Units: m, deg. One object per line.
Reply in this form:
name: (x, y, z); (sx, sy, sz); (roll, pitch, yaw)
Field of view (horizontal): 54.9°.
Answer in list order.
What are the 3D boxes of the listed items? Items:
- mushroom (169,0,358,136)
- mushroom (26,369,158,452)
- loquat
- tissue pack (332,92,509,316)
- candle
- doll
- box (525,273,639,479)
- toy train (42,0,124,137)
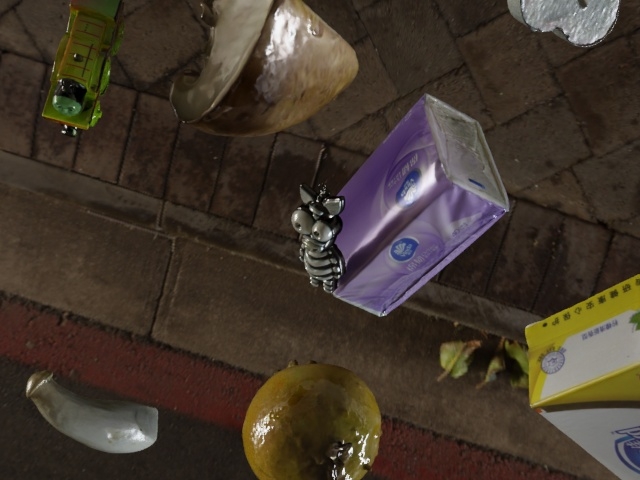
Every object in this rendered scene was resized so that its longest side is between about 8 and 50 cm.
mushroom: (-0.087, -0.331, 1.316); (0.224, 0.397, 0.314); (22, 92, 37)
mushroom: (-0.438, 0.337, 1.184); (0.103, 0.118, 0.270); (-44, 126, 15)
loquat: (-0.016, 0.227, 0.765); (0.172, 0.204, 0.149); (-44, 127, -3)
tissue pack: (0.149, -0.056, 1.114); (0.160, 0.242, 0.338); (23, 130, -25)
candle: (0.411, -0.415, 1.006); (0.192, 0.068, 0.168); (13, 116, -23)
doll: (0.000, 0.000, 1.021); (0.091, 0.067, 0.219); (26, 137, 30)
box: (0.345, 0.158, 0.596); (0.265, 0.097, 0.168); (40, 126, -21)
toy train: (-0.457, -0.351, 1.194); (0.100, 0.160, 0.296); (13, 74, -13)
